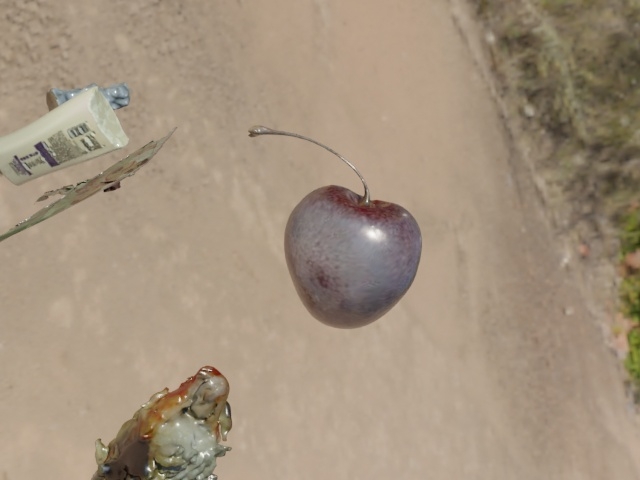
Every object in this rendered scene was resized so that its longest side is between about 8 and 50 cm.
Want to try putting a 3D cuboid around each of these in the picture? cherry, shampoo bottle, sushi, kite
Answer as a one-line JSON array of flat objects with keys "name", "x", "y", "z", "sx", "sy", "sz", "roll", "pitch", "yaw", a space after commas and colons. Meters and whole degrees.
[{"name": "cherry", "x": 0.000, "y": 0.004, "z": 1.037, "sx": 0.148, "sy": 0.188, "sz": 0.115, "roll": 93, "pitch": 19, "yaw": -52}, {"name": "shampoo bottle", "x": -0.215, "y": -0.070, "z": 0.848, "sx": 0.049, "sy": 0.141, "sz": 0.034, "roll": 56, "pitch": 25, "yaw": -34}, {"name": "sushi", "x": -0.146, "y": 0.198, "z": 0.972, "sx": 0.097, "sy": 0.226, "sz": 0.103, "roll": 21, "pitch": 27, "yaw": -18}, {"name": "kite", "x": -0.234, "y": -0.055, "z": 1.122, "sx": 0.229, "sy": 0.250, "sz": 0.012, "roll": -36, "pitch": 108, "yaw": -29}]

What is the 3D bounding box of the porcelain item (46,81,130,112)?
[{"name": "porcelain item", "x": -0.216, "y": -0.135, "z": 1.059, "sx": 0.083, "sy": 0.036, "sz": 0.028, "roll": -14, "pitch": 105, "yaw": -37}]
